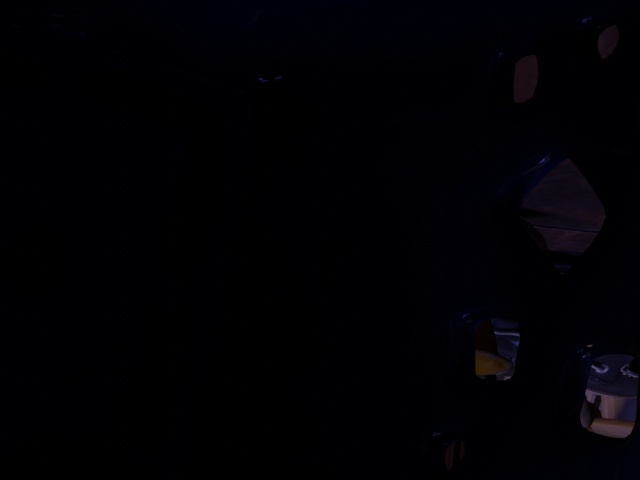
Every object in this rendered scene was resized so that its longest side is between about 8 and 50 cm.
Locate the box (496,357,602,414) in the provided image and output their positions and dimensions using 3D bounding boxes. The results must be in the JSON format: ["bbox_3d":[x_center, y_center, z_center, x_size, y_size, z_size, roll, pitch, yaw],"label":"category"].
[{"bbox_3d":[0.327,0.146,1.568,0.295,0.073,0.293,3,171,22],"label":"box"}]

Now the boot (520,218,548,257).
[{"bbox_3d":[0.000,0.000,0.883,0.219,0.082,0.106,-3,-161,-10],"label":"boot"}]

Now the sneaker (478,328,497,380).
[{"bbox_3d":[0.039,0.054,0.971,0.118,0.083,0.222,-11,-161,5],"label":"sneaker"}]

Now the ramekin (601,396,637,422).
[{"bbox_3d":[0.298,0.114,1.231,0.207,0.109,0.207,6,172,1],"label":"ramekin"}]

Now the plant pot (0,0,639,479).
[{"bbox_3d":[-0.041,0.015,0.395,0.236,0.236,0.212,12,177,-34],"label":"plant pot"}]

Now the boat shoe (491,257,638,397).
[{"bbox_3d":[0.162,0.050,1.012,0.206,0.075,0.065,14,173,-19],"label":"boat shoe"}]

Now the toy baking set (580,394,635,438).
[{"bbox_3d":[0.244,0.151,1.116,0.196,0.030,0.256,16,155,29],"label":"toy baking set"}]

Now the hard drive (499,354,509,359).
[{"bbox_3d":[0.007,0.069,1.379,0.203,0.040,0.307,2,171,26],"label":"hard drive"}]

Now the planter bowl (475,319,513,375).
[{"bbox_3d":[-0.022,0.001,0.738,0.217,0.090,0.217,5,171,1],"label":"planter bowl"}]
